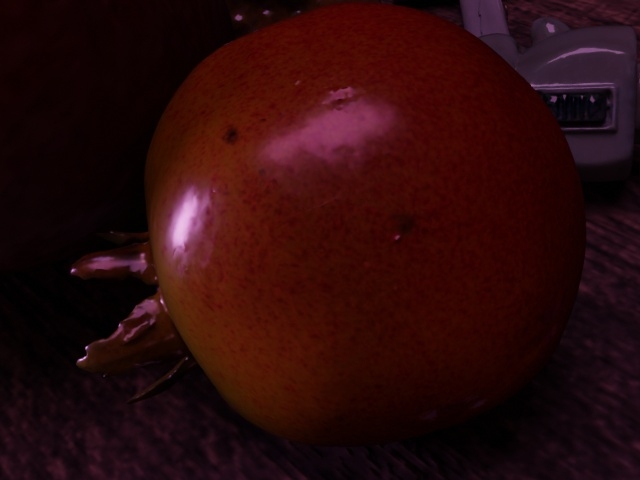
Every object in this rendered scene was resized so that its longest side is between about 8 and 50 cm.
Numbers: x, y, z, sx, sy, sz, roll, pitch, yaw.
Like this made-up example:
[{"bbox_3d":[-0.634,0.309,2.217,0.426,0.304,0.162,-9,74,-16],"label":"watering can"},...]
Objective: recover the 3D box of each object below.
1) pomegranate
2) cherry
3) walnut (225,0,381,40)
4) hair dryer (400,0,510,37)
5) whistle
[{"bbox_3d":[0.000,0.000,0.412,0.257,0.220,0.220,-25,44,-1],"label":"pomegranate"},{"bbox_3d":[-0.219,-0.127,0.504,0.326,0.291,0.335,32,24,14],"label":"cherry"},{"bbox_3d":[-0.035,-0.197,0.669,0.184,0.155,0.155,-10,43,5],"label":"walnut"},{"bbox_3d":[0.125,-0.195,0.697,0.131,0.073,0.236,-8,52,8],"label":"hair dryer"},{"bbox_3d":[0.161,-0.090,0.538,0.253,0.101,0.105,1,42,18],"label":"whistle"}]
